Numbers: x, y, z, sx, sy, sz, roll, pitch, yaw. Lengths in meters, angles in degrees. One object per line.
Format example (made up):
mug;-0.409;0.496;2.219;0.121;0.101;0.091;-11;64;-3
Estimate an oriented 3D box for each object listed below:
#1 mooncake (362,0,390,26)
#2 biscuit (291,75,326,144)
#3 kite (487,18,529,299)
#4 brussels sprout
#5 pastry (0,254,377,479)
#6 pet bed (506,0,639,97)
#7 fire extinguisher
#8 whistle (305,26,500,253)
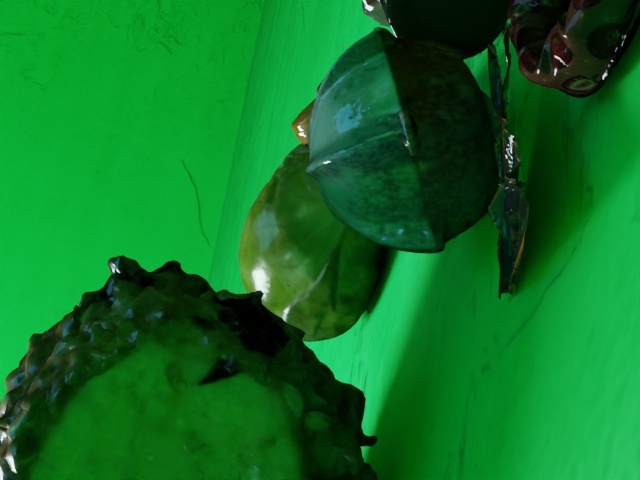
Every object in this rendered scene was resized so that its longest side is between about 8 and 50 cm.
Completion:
mooncake;0.073;-0.294;1.622;0.125;0.073;0.130;-88;13;-52
biscuit;0.041;-0.145;1.402;0.165;0.036;0.250;-38;14;4
kite;0.107;-0.049;0.946;0.241;0.014;0.183;-87;-5;-56
brussels sprout;-0.003;0.004;1.433;0.145;0.131;0.183;-48;-24;-59
pastry;-0.102;0.229;1.170;0.337;0.292;0.405;99;172;-75
pet bed;0.156;-0.179;0.894;0.201;0.053;0.201;-163;90;-82
fire extinguisher;0.081;-0.222;1.310;0.114;0.095;0.311;-36;18;11
whistle;0.059;-0.063;1.131;0.133;0.142;0.346;-38;-2;2
